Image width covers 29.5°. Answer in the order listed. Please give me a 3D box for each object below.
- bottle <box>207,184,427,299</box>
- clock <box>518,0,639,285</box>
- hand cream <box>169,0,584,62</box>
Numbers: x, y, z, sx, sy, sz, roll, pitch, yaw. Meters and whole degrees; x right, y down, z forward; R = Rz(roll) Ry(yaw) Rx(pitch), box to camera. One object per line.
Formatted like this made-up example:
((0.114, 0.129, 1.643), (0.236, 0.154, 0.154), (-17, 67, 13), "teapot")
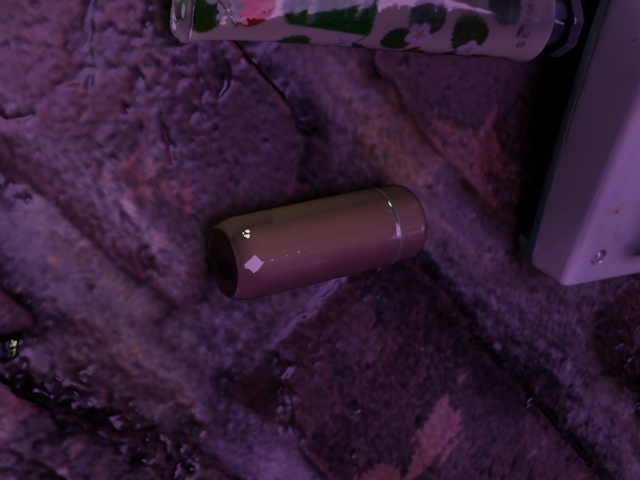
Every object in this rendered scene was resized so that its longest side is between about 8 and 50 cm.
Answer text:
((0.000, 0.000, 0.777), (0.140, 0.053, 0.053), (-12, 113, -27), "bottle")
((0.294, -0.077, 0.863), (0.262, 0.116, 0.231), (-8, 126, -29), "clock")
((0.042, -0.152, 0.748), (0.276, 0.059, 0.095), (3, 104, -28), "hand cream")
